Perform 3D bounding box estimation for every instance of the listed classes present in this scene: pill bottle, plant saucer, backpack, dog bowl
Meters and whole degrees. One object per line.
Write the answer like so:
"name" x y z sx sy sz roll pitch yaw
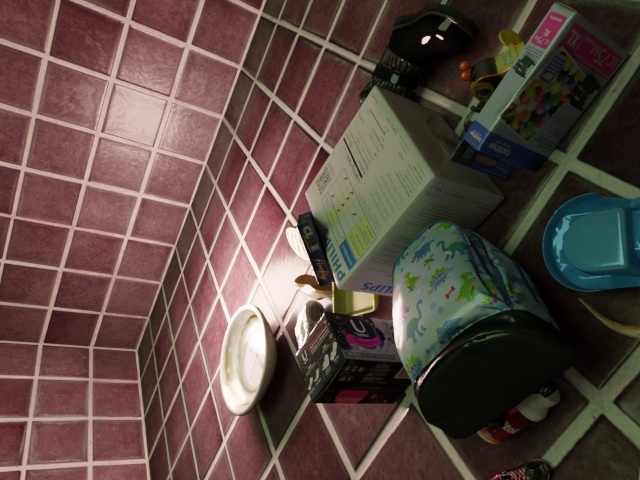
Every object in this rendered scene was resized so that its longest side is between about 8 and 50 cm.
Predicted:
"pill bottle" 0.350 0.300 0.851 0.152 0.086 0.086 -53 39 34
"plant saucer" 0.106 0.129 1.340 0.188 0.045 0.188 -28 55 51
"backpack" 0.268 0.126 0.883 0.290 0.274 0.355 -53 3 34
"dog bowl" 0.505 -0.002 0.729 0.297 0.074 0.165 -16 65 56
"plant saucer" -0.254 0.442 1.746 0.401 0.101 0.399 -29 55 51

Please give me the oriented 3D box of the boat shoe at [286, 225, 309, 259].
"boat shoe" 0.000 0.000 1.500 0.302 0.103 0.113 16 126 54

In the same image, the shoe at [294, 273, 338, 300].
"shoe" -0.006 0.153 1.507 0.219 0.077 0.058 9 128 57

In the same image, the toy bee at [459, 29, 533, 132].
"toy bee" 0.377 -0.333 0.965 0.298 0.162 0.195 -51 38 32

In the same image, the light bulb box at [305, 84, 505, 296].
"light bulb box" 0.174 -0.109 1.147 0.361 0.226 0.357 -54 39 34

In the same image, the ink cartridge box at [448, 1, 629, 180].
"ink cartridge box" 0.400 -0.246 0.875 0.311 0.186 0.065 -58 38 29

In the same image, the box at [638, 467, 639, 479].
"box" 0.466 0.251 0.590 0.038 0.186 0.145 2 80 58

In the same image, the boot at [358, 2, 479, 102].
"boot" 0.248 -0.456 1.242 0.259 0.131 0.348 -64 22 8

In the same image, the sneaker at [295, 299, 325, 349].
"sneaker" -0.035 0.312 1.476 0.115 0.091 0.231 -45 35 51

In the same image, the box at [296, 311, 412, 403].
"box" 0.096 0.279 1.109 0.163 0.248 0.142 -59 37 27

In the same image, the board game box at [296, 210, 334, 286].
"board game box" -0.014 0.013 1.257 0.243 0.042 0.164 -99 -12 -80

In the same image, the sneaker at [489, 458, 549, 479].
"sneaker" 0.350 0.425 0.835 0.119 0.057 0.047 -49 39 35

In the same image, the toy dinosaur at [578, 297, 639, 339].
"toy dinosaur" 0.508 0.141 0.701 0.212 0.064 0.112 -14 49 46
